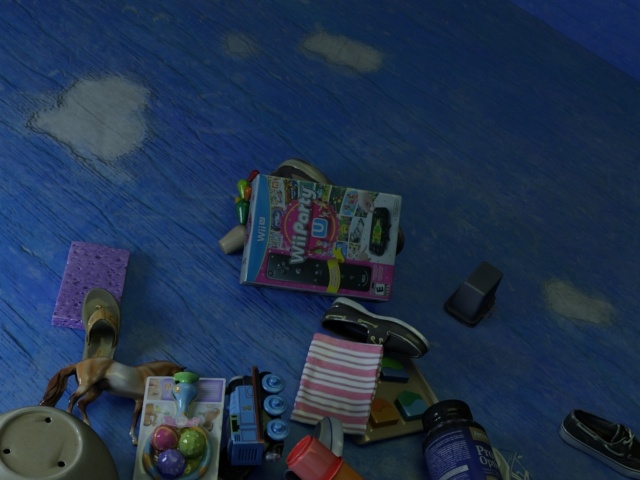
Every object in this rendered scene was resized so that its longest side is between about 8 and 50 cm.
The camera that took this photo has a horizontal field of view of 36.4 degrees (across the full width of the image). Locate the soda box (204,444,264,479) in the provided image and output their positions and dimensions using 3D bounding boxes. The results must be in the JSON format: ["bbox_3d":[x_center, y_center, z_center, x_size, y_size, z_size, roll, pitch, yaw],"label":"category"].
[{"bbox_3d":[-0.134,0.367,1.662,0.060,0.053,0.169,31,40,13],"label":"soda box"}]

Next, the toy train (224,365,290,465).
[{"bbox_3d":[-0.110,0.297,1.651,0.105,0.080,0.184,2,42,-11],"label":"toy train"}]

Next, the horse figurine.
[{"bbox_3d":[-0.352,0.262,1.670,0.263,0.066,0.174,12,50,-20],"label":"horse figurine"}]

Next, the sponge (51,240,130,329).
[{"bbox_3d":[-0.436,0.089,1.860,0.117,0.031,0.210,11,42,-11],"label":"sponge"}]

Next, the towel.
[{"bbox_3d":[0.033,0.266,1.822,0.144,0.029,0.197,10,50,9],"label":"towel"}]

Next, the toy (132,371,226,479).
[{"bbox_3d":[-0.234,0.323,1.592,0.137,0.056,0.237,1,53,1],"label":"toy"}]

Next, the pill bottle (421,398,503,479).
[{"bbox_3d":[0.252,0.399,1.740,0.123,0.122,0.219,5,42,-18],"label":"pill bottle"}]

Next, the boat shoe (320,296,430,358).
[{"bbox_3d":[0.107,0.188,1.931,0.228,0.081,0.068,21,49,29],"label":"boat shoe"}]

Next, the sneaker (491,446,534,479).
[{"bbox_3d":[0.356,0.460,1.751,0.081,0.080,0.211,2,45,-17],"label":"sneaker"}]

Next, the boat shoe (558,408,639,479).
[{"bbox_3d":[0.585,0.402,1.922,0.219,0.070,0.077,24,40,3],"label":"boat shoe"}]

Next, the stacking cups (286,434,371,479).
[{"bbox_3d":[0.075,0.443,1.572,0.316,0.096,0.096,40,41,-3],"label":"stacking cups"}]

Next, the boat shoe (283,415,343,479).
[{"bbox_3d":[-0.019,0.397,1.648,0.084,0.095,0.258,21,39,-7],"label":"boat shoe"}]

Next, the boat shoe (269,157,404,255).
[{"bbox_3d":[0.019,-0.049,2.157,0.355,0.132,0.130,30,50,24],"label":"boat shoe"}]

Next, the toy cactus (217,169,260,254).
[{"bbox_3d":[-0.138,-0.030,2.077,0.181,0.112,0.219,-32,87,-18],"label":"toy cactus"}]

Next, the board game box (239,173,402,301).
[{"bbox_3d":[0.000,0.000,1.995,0.304,0.097,0.223,8,84,-11],"label":"board game box"}]

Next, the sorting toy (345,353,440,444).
[{"bbox_3d":[0.120,0.291,1.870,0.208,0.038,0.193,-8,48,-30],"label":"sorting toy"}]

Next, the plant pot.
[{"bbox_3d":[-0.425,0.355,1.443,0.284,0.190,0.284,13,40,-11],"label":"plant pot"}]

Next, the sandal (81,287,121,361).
[{"bbox_3d":[-0.395,0.164,1.747,0.072,0.049,0.180,7,59,-15],"label":"sandal"}]

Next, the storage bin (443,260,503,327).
[{"bbox_3d":[0.347,0.115,2.126,0.098,0.091,0.135,35,42,15],"label":"storage bin"}]
